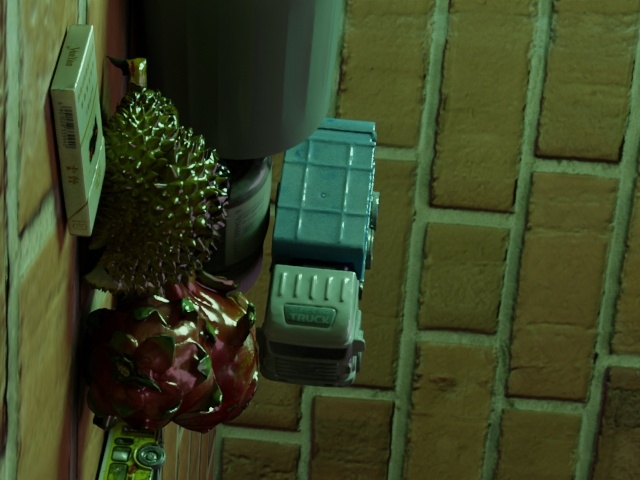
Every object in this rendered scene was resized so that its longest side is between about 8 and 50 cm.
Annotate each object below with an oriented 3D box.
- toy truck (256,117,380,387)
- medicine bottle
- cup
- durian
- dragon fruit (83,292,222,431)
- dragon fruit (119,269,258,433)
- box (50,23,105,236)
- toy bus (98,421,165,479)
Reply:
[{"bbox_3d":[0.000,0.000,1.743,0.175,0.146,0.367,88,6,-61],"label":"toy truck"},{"bbox_3d":[-0.147,-0.043,1.724,0.273,0.165,0.165,98,-4,-59],"label":"medicine bottle"},{"bbox_3d":[-0.108,-0.314,1.535,0.323,0.236,0.327,58,-21,32],"label":"cup"},{"bbox_3d":[-0.155,-0.062,1.326,0.193,0.137,0.237,-98,-168,-88],"label":"durian"},{"bbox_3d":[-0.179,0.122,1.364,0.236,0.135,0.137,176,-87,-72],"label":"dragon fruit"},{"bbox_3d":[-0.154,0.103,1.600,0.200,0.198,0.269,-24,113,-67],"label":"dragon fruit"},{"bbox_3d":[-0.208,-0.093,1.149,0.167,0.024,0.090,93,0,-46],"label":"box"},{"bbox_3d":[-0.216,0.305,1.477,0.226,0.074,0.081,-86,179,-47],"label":"toy bus"}]
